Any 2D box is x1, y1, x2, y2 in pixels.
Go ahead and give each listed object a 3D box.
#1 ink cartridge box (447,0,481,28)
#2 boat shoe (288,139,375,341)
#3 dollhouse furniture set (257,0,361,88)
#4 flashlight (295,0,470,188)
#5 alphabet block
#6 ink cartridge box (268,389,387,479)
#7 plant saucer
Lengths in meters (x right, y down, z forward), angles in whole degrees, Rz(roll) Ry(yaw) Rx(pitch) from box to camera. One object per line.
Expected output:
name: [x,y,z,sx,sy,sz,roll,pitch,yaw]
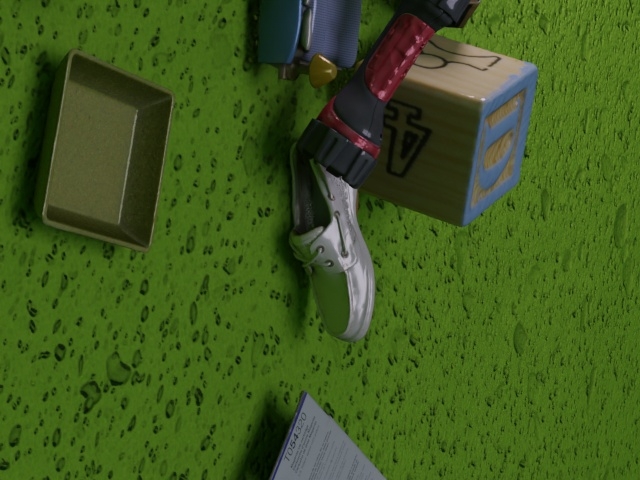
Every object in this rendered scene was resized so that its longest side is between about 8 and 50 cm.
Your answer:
ink cartridge box: [0.187,-0.436,2.224,0.193,0.088,0.235,109,-13,-87]
boat shoe: [0.000,0.000,2.051,0.096,0.098,0.277,-4,83,-46]
dollhouse furniture set: [0.078,-0.338,2.017,0.286,0.198,0.304,1,94,-63]
flashlight: [0.090,-0.216,1.971,0.304,0.103,0.103,-56,164,2]
alphabet block: [0.164,-0.159,2.155,0.192,0.197,0.194,-34,138,-52]
ink cartridge box: [-0.027,0.413,2.078,0.330,0.071,0.324,52,52,-44]
plant saucer: [-0.243,-0.094,1.690,0.188,0.045,0.189,19,77,-57]
